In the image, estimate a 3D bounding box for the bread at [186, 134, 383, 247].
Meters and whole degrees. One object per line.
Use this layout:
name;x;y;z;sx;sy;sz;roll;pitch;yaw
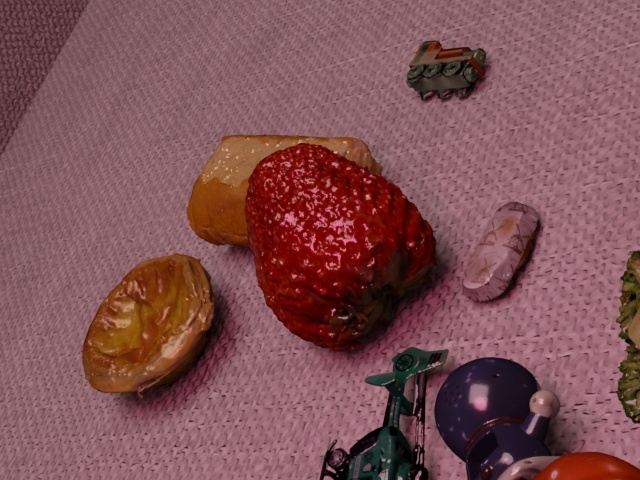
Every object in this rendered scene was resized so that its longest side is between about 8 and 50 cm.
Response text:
bread;-0.075;-0.083;2.215;0.375;0.165;0.236;4;60;45

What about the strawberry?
strawberry;0.000;0.000;1.917;0.312;0.267;0.351;-47;73;20

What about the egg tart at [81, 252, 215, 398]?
egg tart;-0.319;0.174;2.227;0.341;0.132;0.341;-28;38;25

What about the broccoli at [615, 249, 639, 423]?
broccoli;0.466;0.120;1.397;0.269;0.269;0.254;-11;76;38

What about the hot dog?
hot dog;0.291;0.016;1.849;0.099;0.053;0.192;0;52;43

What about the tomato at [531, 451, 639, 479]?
tomato;0.311;0.376;1.334;0.260;0.180;0.259;-160;90;-83

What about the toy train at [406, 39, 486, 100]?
toy train;0.246;-0.336;2.232;0.176;0.074;0.118;1;52;48

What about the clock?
clock;0.246;0.265;1.557;0.199;0.147;0.243;-55;30;26

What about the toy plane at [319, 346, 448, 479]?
toy plane;0.097;0.321;1.701;0.155;0.106;0.381;-11;46;30
